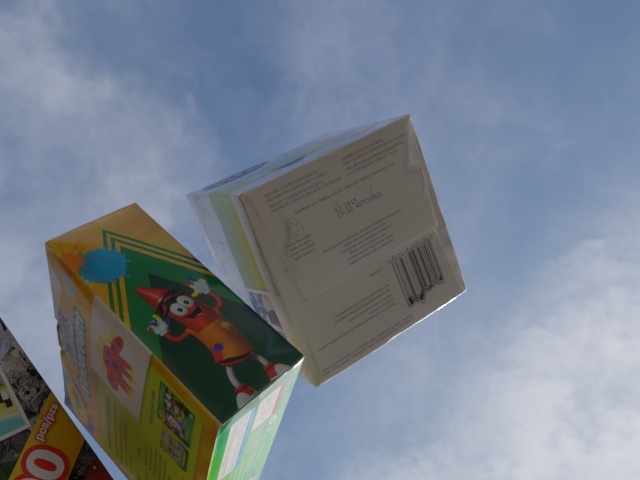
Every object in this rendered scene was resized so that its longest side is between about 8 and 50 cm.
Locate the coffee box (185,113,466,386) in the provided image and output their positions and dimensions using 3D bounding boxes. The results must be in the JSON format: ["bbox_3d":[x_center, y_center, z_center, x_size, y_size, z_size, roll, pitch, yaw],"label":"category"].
[{"bbox_3d":[0.000,0.000,1.077,0.338,0.334,0.338,-27,-75,-22],"label":"coffee box"}]

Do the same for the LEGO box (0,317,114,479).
[{"bbox_3d":[-0.554,0.319,0.646,0.193,0.500,0.372,-38,-93,35],"label":"LEGO box"}]

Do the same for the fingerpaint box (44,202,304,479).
[{"bbox_3d":[-0.248,0.227,0.924,0.371,0.163,0.444,38,-44,21],"label":"fingerpaint box"}]
